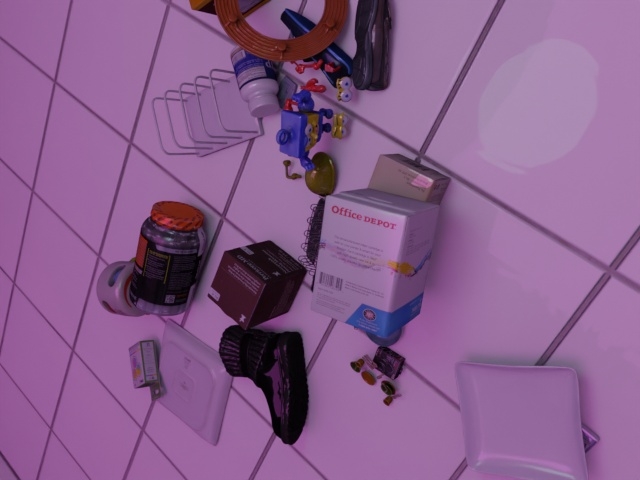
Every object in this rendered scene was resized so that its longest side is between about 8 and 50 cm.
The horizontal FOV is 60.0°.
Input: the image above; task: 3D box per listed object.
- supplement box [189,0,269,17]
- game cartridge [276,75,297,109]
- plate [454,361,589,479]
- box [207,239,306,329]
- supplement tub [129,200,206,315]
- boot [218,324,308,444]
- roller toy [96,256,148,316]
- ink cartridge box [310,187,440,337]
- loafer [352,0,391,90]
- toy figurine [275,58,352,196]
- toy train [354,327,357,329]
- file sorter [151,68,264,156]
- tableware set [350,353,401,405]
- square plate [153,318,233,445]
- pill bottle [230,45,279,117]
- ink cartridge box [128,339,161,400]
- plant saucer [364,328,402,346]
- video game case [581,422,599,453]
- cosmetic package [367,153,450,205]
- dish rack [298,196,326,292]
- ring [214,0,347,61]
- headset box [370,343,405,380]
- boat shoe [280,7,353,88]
[{"bbox_3d":[-0.266,-0.732,1.511,0.129,0.194,0.192,-17,88,36],"label":"supplement box"},{"bbox_3d":[-0.099,-0.415,1.564,0.056,0.017,0.083,47,121,23],"label":"game cartridge"},{"bbox_3d":[0.462,0.414,1.283,0.277,0.045,0.278,-6,95,35],"label":"plate"},{"bbox_3d":[-0.180,0.123,1.601,0.168,0.203,0.167,37,116,23],"label":"box"},{"bbox_3d":[-0.492,0.057,1.800,0.207,0.207,0.338,29,114,27],"label":"supplement tub"},{"bbox_3d":[-0.176,0.432,1.693,0.260,0.131,0.348,-4,86,28],"label":"boot"},{"bbox_3d":[-0.668,0.172,1.949,0.146,0.191,0.210,2,99,33],"label":"roller toy"},{"bbox_3d":[0.124,0.038,1.246,0.198,0.197,0.270,17,108,29],"label":"ink cartridge box"},{"bbox_3d":[0.135,-0.503,1.364,0.096,0.084,0.268,-156,69,-62],"label":"loafer"},{"bbox_3d":[-0.066,-0.262,1.405,0.191,0.217,0.363,21,122,22],"label":"toy figurine"},{"bbox_3d":[0.104,0.166,1.516,0.027,0.036,0.158,7,102,10],"label":"toy train"},{"bbox_3d":[-0.343,-0.373,1.643,0.277,0.173,0.193,-11,92,36],"label":"file sorter"},{"bbox_3d":[0.145,0.384,1.514,0.154,0.024,0.104,49,146,5],"label":"tableware set"},{"bbox_3d":[-0.469,0.504,1.960,0.347,0.049,0.344,26,113,28],"label":"square plate"},{"bbox_3d":[-0.177,-0.445,1.541,0.112,0.112,0.187,-22,79,35],"label":"pill bottle"},{"bbox_3d":[-0.640,0.478,2.022,0.109,0.062,0.209,-32,65,46],"label":"ink cartridge box"},{"bbox_3d":[0.170,0.225,1.490,0.119,0.021,0.120,7,102,34],"label":"plant saucer"},{"bbox_3d":[0.506,0.449,1.299,0.201,0.023,0.183,41,118,22],"label":"video game case"},{"bbox_3d":[0.180,-0.044,1.381,0.160,0.113,0.310,30,113,26],"label":"cosmetic package"},{"bbox_3d":[0.000,0.000,1.459,0.271,0.074,0.208,-133,55,-62],"label":"dish rack"},{"bbox_3d":[-0.097,-0.607,1.384,0.336,0.032,0.337,1,80,-6],"label":"ring"},{"bbox_3d":[0.185,0.330,1.492,0.083,0.032,0.062,30,114,28],"label":"headset box"},{"bbox_3d":[-0.025,-0.500,1.445,0.258,0.109,0.089,51,125,19],"label":"boat shoe"}]
